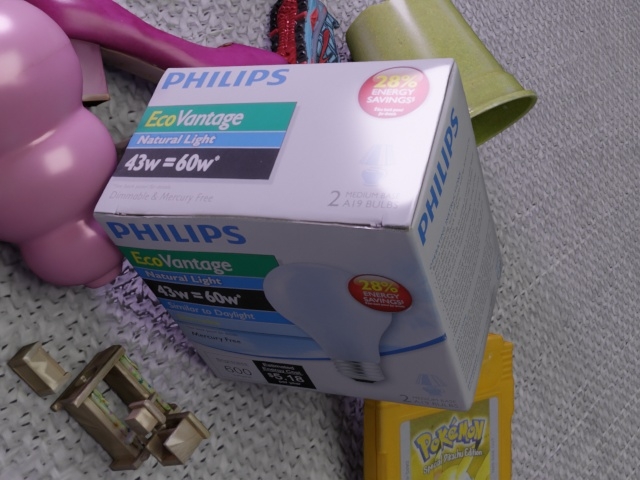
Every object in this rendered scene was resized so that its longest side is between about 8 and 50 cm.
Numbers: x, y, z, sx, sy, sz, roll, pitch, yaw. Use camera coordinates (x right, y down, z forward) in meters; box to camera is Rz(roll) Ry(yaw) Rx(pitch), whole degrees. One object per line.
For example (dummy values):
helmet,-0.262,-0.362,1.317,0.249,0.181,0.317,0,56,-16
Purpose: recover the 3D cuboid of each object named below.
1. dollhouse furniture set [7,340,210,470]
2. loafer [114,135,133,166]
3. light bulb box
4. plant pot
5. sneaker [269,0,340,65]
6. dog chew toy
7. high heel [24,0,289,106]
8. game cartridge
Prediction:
dollhouse furniture set,-0.221,0.156,0.979,0.182,0.161,0.101,52,48,-19
loafer,-0.254,-0.101,1.115,0.148,0.050,0.056,-17,92,-60
light bulb box,0.000,0.000,1.018,0.361,0.357,0.225,64,36,-49
plant pot,0.174,-0.273,1.450,0.276,0.276,0.254,-18,77,-45
sneaker,-0.014,-0.268,1.356,0.125,0.104,0.262,27,60,-38
dog chew toy,-0.318,-0.093,0.953,0.206,0.206,0.332,-47,117,-41
high heel,-0.203,-0.279,1.156,0.377,0.127,0.181,-13,96,-41
game cartridge,0.183,0.311,1.304,0.285,0.052,0.324,-5,99,-38
